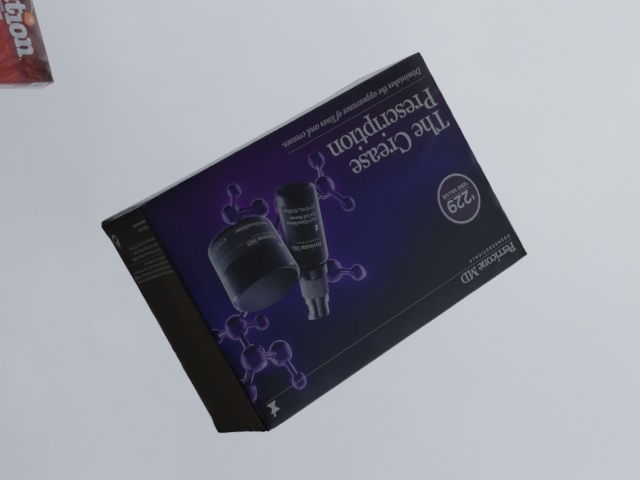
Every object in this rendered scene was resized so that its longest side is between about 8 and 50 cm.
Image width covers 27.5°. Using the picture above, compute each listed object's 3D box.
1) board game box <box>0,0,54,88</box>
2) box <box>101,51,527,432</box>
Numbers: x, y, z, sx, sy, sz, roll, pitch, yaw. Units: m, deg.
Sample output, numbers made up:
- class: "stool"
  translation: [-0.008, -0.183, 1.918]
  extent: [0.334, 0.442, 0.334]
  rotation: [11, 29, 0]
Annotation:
- class: "board game box"
  translation: [-0.422, -0.321, 1.601]
  extent: [0.027, 0.145, 0.281]
  rotation: [-20, -96, 37]
- class: "box"
  translation: [0.000, 0.000, 0.986]
  extent: [0.184, 0.261, 0.103]
  rotation: [62, -27, -8]
